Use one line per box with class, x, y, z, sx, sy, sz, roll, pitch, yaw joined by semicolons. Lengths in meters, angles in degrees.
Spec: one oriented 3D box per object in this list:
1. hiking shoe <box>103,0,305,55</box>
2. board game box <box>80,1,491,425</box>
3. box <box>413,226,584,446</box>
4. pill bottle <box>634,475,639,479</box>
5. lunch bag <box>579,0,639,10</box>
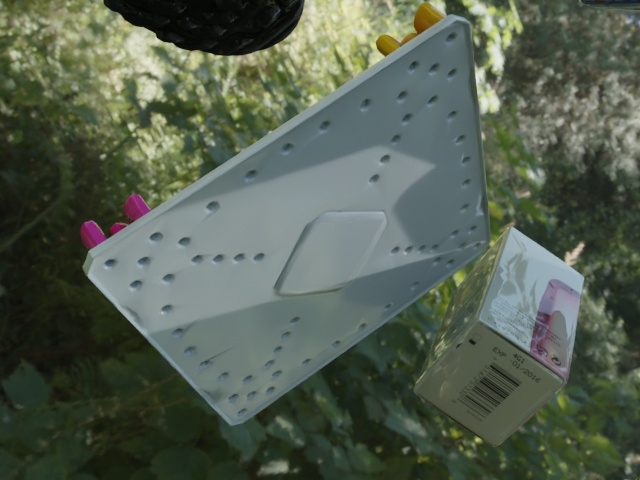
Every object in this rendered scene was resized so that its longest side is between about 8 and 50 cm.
hiking shoe;-0.067;-0.168;0.281;0.227;0.086;0.114;50;36;-46
board game box;0.000;0.000;0.826;0.050;0.390;0.390;51;-9;33
box;0.231;0.116;1.008;0.127;0.148;0.232;35;36;2
pill bottle;0.369;0.335;0.803;0.188;0.334;0.187;33;-45;39
lunch bag;0.487;-0.336;1.011;0.303;0.243;0.114;-108;-156;-69
